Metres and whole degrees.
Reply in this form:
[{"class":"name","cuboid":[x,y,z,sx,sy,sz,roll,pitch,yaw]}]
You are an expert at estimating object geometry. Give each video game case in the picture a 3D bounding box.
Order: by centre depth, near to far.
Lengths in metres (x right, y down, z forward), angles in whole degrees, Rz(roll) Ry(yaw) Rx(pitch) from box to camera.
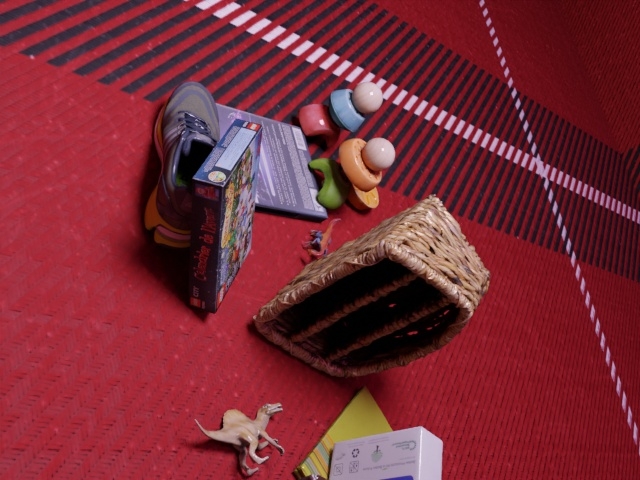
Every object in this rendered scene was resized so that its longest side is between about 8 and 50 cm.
[{"class":"video game case","cuboid":[-0.108,-0.138,1.417,0.274,0.026,0.196,8,59,-47]}]

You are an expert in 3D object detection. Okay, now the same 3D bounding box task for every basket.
[{"class":"basket","cuboid":[0.088,0.107,1.238,0.214,0.299,0.223,57,33,-5]}]

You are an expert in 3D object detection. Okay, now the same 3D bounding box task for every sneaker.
[{"class":"sneaker","cuboid":[-0.188,-0.134,1.215,0.111,0.121,0.300,14,52,-24]}]

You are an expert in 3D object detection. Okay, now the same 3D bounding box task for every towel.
[{"class":"towel","cuboid":[0.042,0.328,1.261,0.102,0.021,0.237,61,34,-7]}]

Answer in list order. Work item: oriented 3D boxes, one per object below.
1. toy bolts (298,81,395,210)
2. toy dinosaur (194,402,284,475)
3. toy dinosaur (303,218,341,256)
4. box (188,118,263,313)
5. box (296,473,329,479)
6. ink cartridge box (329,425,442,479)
[{"class":"toy bolts","cuboid":[0.081,-0.183,1.537,0.218,0.158,0.229,15,54,-55]},{"class":"toy dinosaur","cuboid":[-0.108,0.272,1.108,0.093,0.053,0.183,53,25,20]},{"class":"toy dinosaur","cuboid":[0.000,0.000,1.413,0.047,0.090,0.082,30,10,-12]},{"class":"box","cuboid":[-0.136,-0.033,1.148,0.044,0.233,0.159,15,40,7]},{"class":"box","cuboid":[-0.023,0.408,0.962,0.167,0.203,0.169,35,41,-29]},{"class":"ink cartridge box","cuboid":[0.074,0.425,1.084,0.065,0.165,0.333,40,46,-34]}]
